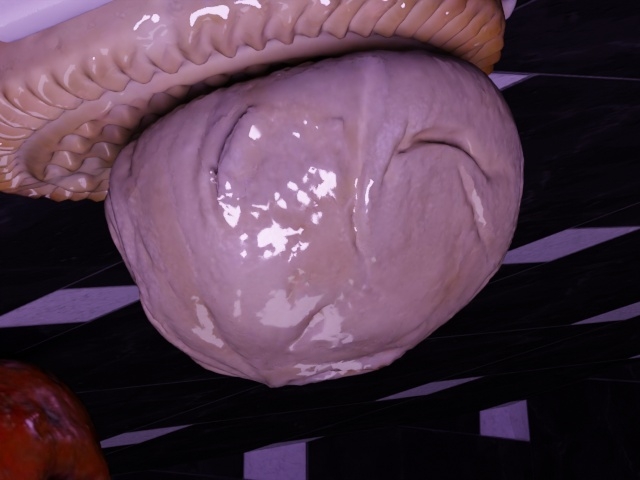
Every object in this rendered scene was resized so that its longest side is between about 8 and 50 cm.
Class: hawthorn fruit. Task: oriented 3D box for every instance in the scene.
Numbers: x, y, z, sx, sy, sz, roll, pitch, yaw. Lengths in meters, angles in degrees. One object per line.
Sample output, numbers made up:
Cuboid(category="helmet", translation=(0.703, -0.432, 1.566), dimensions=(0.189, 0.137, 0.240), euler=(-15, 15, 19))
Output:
Cuboid(category="hawthorn fruit", translation=(-0.313, 0.216, 1.659), dimensions=(0.261, 0.258, 0.258), euler=(15, 156, -29))

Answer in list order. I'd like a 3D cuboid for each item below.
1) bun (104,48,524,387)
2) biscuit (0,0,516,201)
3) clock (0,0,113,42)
Cuboid(category="bun", translation=(0.000, 0.000, 0.765), dimensions=(0.173, 0.113, 0.166), euler=(-10, 168, -30))
Cuboid(category="biscuit", translation=(-0.035, -0.083, 0.815), dimensions=(0.259, 0.079, 0.259), euler=(-13, 170, -2))
Cuboid(category="clock", translation=(-0.164, -0.106, 0.448), dimensions=(0.262, 0.116, 0.231), euler=(-19, 167, 25))
